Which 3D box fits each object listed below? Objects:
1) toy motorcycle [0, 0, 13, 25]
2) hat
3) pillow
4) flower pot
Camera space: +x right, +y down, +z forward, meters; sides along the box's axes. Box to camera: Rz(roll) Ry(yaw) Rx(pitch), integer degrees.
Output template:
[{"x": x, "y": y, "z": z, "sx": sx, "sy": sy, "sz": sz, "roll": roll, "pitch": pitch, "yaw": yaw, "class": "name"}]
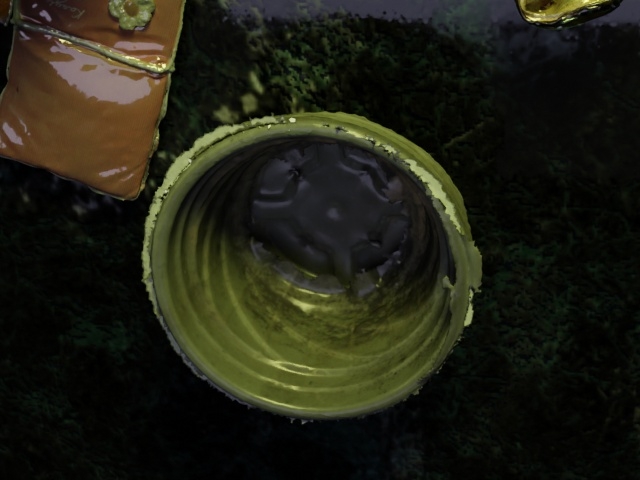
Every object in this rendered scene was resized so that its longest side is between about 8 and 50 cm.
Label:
[{"x": -0.160, "y": -0.280, "z": 0.795, "sx": 0.207, "sy": 0.134, "sz": 0.401, "roll": 33, "pitch": 96, "yaw": -2, "class": "toy motorcycle"}, {"x": 0.163, "y": -0.179, "z": 0.839, "sx": 0.077, "sy": 0.059, "sz": 0.076, "roll": -16, "pitch": 94, "yaw": 13, "class": "hat"}, {"x": -0.166, "y": -0.145, "z": 0.933, "sx": 0.126, "sy": 0.043, "sz": 0.232, "roll": 16, "pitch": 117, "yaw": 1, "class": "pillow"}, {"x": 0.000, "y": 0.000, "z": 0.911, "sx": 0.235, "sy": 0.140, "sz": 0.235, "roll": 4, "pitch": 116, "yaw": 8, "class": "flower pot"}]
